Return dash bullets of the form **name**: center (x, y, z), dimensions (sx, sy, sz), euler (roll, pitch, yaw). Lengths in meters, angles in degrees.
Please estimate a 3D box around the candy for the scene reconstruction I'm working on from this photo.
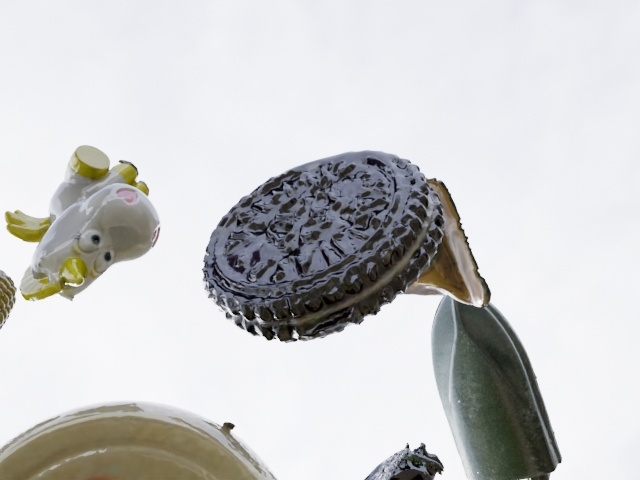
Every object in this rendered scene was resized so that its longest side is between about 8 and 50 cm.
- **candy**: center (0.066, 0.005, 1.148), dimensions (0.101, 0.271, 0.143), euler (-34, -72, -32)

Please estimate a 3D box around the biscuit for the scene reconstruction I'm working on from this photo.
- **biscuit**: center (0.000, 0.000, 0.823), dimensions (0.194, 0.194, 0.053), euler (-37, -56, -15)

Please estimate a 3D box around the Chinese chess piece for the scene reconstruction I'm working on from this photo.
- **Chinese chess piece**: center (-0.138, 0.244, 0.756), dimensions (0.273, 0.273, 0.102), euler (-39, -8, -13)

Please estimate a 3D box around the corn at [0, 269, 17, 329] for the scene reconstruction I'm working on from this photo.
- **corn**: center (-0.343, 0.100, 0.905), dimensions (0.231, 0.080, 0.080), euler (-55, -33, -49)

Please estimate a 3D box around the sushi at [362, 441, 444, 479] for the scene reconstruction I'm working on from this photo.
- **sushi**: center (0.091, 0.261, 1.183), dimensions (0.085, 0.056, 0.083), euler (-45, -7, 3)

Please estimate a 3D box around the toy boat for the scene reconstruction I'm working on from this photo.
- **toy boat**: center (0.237, 0.205, 1.535), dimensions (0.092, 0.141, 0.320), euler (-46, -60, -61)

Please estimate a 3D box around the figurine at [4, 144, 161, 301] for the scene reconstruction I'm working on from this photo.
- **figurine**: center (-0.201, -0.003, 0.931), dimensions (0.129, 0.178, 0.109), euler (-26, -60, -6)
